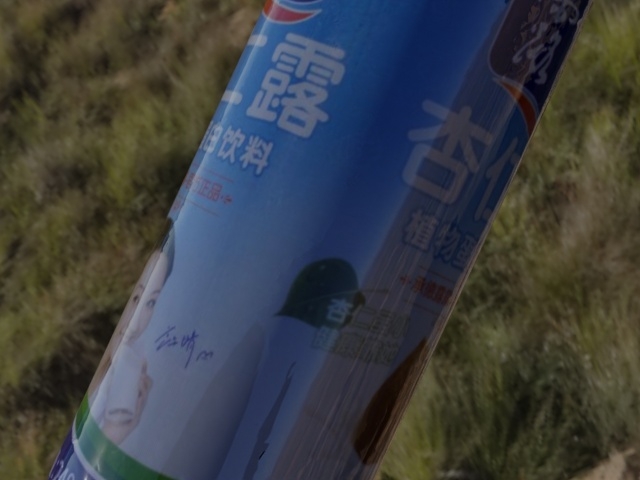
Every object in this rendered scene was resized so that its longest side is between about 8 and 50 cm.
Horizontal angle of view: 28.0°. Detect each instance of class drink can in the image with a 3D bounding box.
[{"bbox_3d":[0.000,0.000,0.400,0.097,0.097,0.235,26,90,44],"label":"drink can"}]
